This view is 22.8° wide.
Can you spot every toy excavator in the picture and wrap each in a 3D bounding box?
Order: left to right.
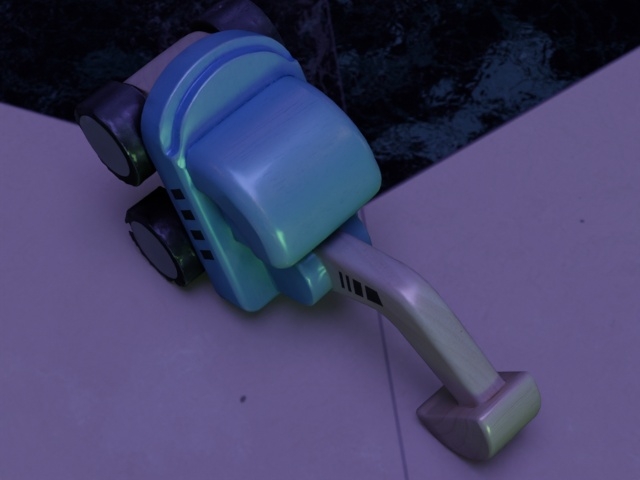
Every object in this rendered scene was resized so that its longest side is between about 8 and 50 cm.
[{"bbox_3d":[0.000,0.000,1.649,0.222,0.433,0.445,-39,37,-21],"label":"toy excavator"}]
